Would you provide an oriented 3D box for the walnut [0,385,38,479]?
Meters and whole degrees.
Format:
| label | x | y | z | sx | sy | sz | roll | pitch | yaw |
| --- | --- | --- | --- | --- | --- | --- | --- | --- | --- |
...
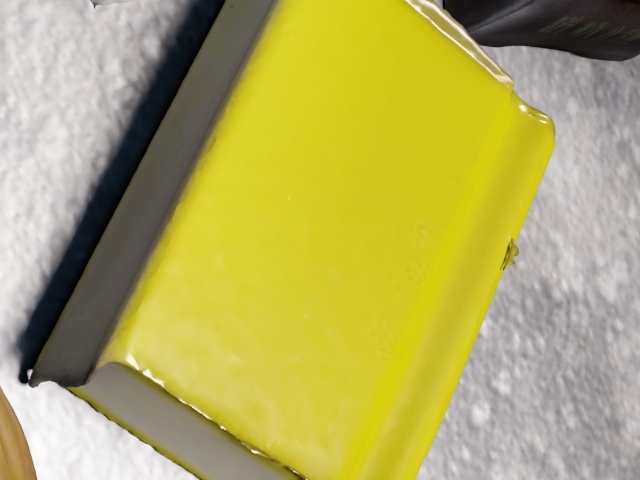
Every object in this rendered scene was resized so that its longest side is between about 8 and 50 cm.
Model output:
| label | x | y | z | sx | sy | sz | roll | pitch | yaw |
| --- | --- | --- | --- | --- | --- | --- | --- | --- | --- |
| walnut | -0.162 | 0.102 | 0.564 | 0.167 | 0.167 | 0.207 | -12 | 101 | -36 |

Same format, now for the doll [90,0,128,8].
| label | x | y | z | sx | sy | sz | roll | pitch | yaw |
| --- | --- | --- | --- | --- | --- | --- | --- | --- | --- |
| doll | -0.091 | -0.223 | 0.693 | 0.215 | 0.161 | 0.257 | -53 | 130 | -43 |

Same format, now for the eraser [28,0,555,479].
| label | x | y | z | sx | sy | sz | roll | pitch | yaw |
| --- | --- | --- | --- | --- | --- | --- | --- | --- | --- |
| eraser | 0.000 | 0.000 | 0.759 | 0.158 | 0.069 | 0.226 | 36 | 64 | -24 |

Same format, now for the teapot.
| label | x | y | z | sx | sy | sz | roll | pitch | yaw |
| --- | --- | --- | --- | --- | --- | --- | --- | --- | --- |
| teapot | 0.132 | -0.140 | 0.859 | 0.177 | 0.096 | 0.087 | 3 | 81 | -35 |
